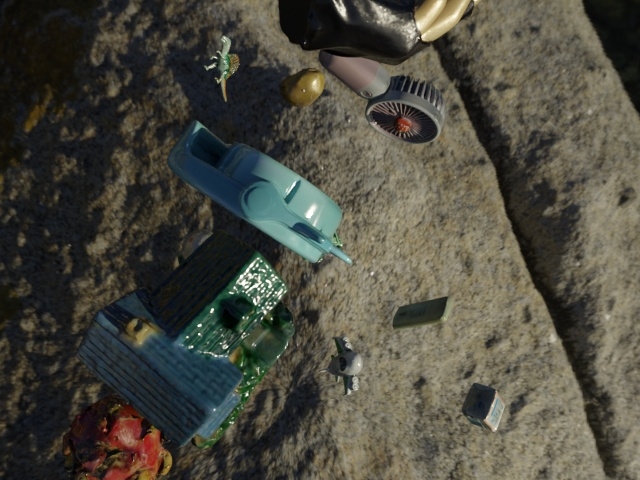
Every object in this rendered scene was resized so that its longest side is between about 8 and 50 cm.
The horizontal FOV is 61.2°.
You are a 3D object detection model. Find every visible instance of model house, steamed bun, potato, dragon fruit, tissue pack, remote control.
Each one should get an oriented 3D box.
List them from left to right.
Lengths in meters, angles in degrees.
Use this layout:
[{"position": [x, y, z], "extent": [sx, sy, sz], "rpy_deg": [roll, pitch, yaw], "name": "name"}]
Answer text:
[{"position": [-0.533, 0.568, 1.460], "extent": [0.269, 0.250, 0.291], "rpy_deg": [-40, 70, 8], "name": "dragon fruit"}, {"position": [-0.245, 0.202, 1.138], "extent": [0.334, 0.342, 0.382], "rpy_deg": [40, 72, 3], "name": "model house"}, {"position": [-0.309, 0.063, 1.507], "extent": [0.177, 0.228, 0.131], "rpy_deg": [33, 75, 9], "name": "steamed bun"}, {"position": [-0.067, -0.561, 1.997], "extent": [0.176, 0.137, 0.137], "rpy_deg": [-17, 65, 39], "name": "potato"}, {"position": [0.352, 0.255, 1.888], "extent": [0.038, 0.233, 0.098], "rpy_deg": [45, 51, -22], "name": "remote control"}, {"position": [0.330, 0.337, 1.095], "extent": [0.058, 0.094, 0.074], "rpy_deg": [16, 68, 37], "name": "tissue pack"}]

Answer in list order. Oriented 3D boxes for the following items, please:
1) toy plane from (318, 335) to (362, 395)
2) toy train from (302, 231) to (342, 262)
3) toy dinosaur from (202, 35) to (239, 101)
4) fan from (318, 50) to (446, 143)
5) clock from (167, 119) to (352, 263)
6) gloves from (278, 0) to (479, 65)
[{"position": [0.065, 0.369, 1.600], "extent": [0.080, 0.174, 0.174], "rpy_deg": [-1, 73, -29], "name": "toy plane"}, {"position": [0.000, 0.000, 1.519], "extent": [0.149, 0.081, 0.099], "rpy_deg": [-26, 102, -23], "name": "toy train"}, {"position": [-0.278, -0.507, 1.593], "extent": [0.106, 0.187, 0.044], "rpy_deg": [-46, 54, -11], "name": "toy dinosaur"}, {"position": [0.098, -0.238, 0.872], "extent": [0.244, 0.130, 0.074], "rpy_deg": [29, 73, -29], "name": "fan"}, {"position": [-0.070, -0.056, 0.784], "extent": [0.274, 0.223, 0.094], "rpy_deg": [30, 87, 27], "name": "clock"}, {"position": [0.091, -0.304, 0.671], "extent": [0.301, 0.152, 0.197], "rpy_deg": [-22, 44, -11], "name": "gloves"}]
